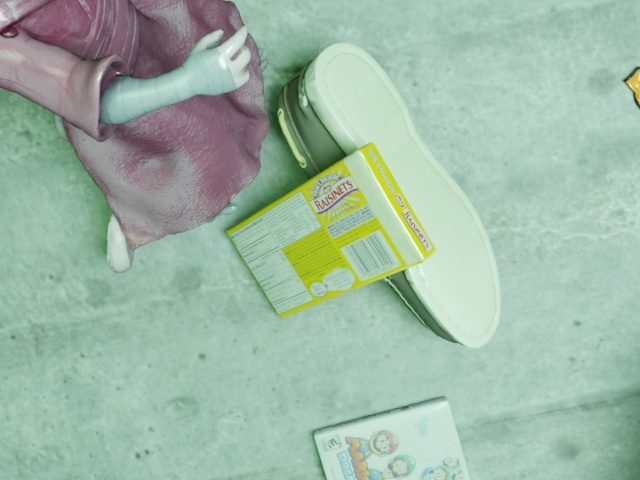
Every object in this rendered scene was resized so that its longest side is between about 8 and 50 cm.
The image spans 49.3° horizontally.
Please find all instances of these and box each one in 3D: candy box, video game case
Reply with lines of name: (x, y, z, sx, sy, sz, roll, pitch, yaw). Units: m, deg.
candy box: (0.000, 0.000, 0.629, 0.206, 0.027, 0.105, -26, 95, 47)
video game case: (0.083, 0.253, 0.722, 0.143, 0.019, 0.157, -16, 96, 5)

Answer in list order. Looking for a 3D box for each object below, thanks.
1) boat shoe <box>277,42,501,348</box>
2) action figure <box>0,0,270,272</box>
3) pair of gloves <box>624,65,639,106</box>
boat shoe: (0.065, -0.031, 0.652, 0.109, 0.091, 0.305, -38, 102, -36)
action figure: (-0.188, -0.153, 0.524, 0.275, 0.370, 0.248, -28, 67, 19)
pair of gloves: (0.341, -0.150, 0.662, 0.083, 0.010, 0.074, -39, 93, 6)
